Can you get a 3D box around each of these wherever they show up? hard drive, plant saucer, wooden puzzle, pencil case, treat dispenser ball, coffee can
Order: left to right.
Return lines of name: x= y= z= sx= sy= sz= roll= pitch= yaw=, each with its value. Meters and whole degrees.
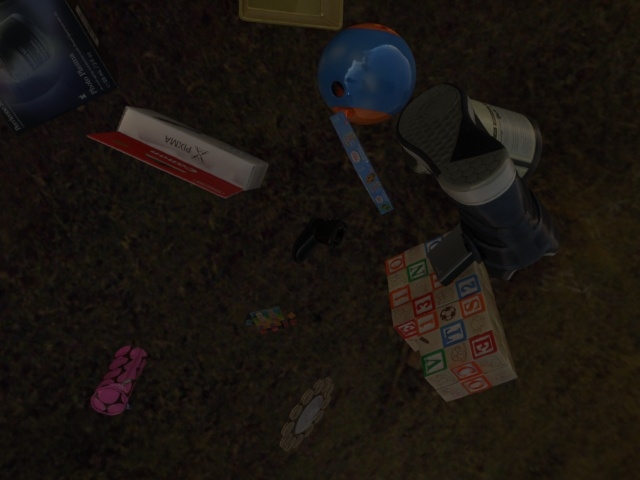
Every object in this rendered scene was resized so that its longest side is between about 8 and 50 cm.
pencil case: x=-0.488 y=0.338 z=1.583 sx=0.095 sy=0.209 sz=0.098 roll=28 pitch=108 yaw=-13
wooden puzzle: x=-0.081 y=0.129 z=1.042 sx=0.083 sy=0.006 sz=0.049 roll=-16 pitch=129 yaw=13
plant saucer: x=-0.094 y=-0.789 z=1.861 sx=0.333 sy=0.081 sz=0.332 roll=-4 pitch=100 yaw=-27
treat dispenser ball: x=0.134 y=-0.483 z=1.871 sx=0.288 sy=0.288 sz=0.288 roll=-22 pitch=138 yaw=-21
hard drive: x=0.240 y=0.006 z=1.067 sx=0.022 sy=0.094 sz=0.135 roll=36 pitch=110 yaw=-21
coffee can: x=0.368 y=-0.240 z=1.565 sx=0.276 sy=0.201 sz=0.201 roll=8 pitch=122 yaw=-30

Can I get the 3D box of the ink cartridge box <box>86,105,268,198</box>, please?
ink cartridge box: x=-0.273 y=-0.184 z=1.300 sx=0.261 sy=0.297 sz=0.066 roll=-51 pitch=165 yaw=-78

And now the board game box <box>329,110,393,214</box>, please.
board game box: x=0.096 y=-0.174 z=1.460 sx=0.039 sy=0.160 sz=0.211 roll=-27 pitch=147 yaw=7

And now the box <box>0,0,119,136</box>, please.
box: x=-0.710 y=-0.467 z=1.606 sx=0.294 sy=0.182 sz=0.296 roll=-26 pitch=123 yaw=0

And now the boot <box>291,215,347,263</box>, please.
boot: x=0.000 y=0.001 z=1.372 sx=0.045 sy=0.099 sz=0.121 roll=41 pitch=71 yaw=-38

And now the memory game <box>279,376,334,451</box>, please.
memory game: x=-0.029 y=0.376 z=1.394 sx=0.186 sy=0.012 sz=0.186 roll=-43 pitch=150 yaw=-33

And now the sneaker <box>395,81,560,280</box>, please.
sneaker: x=0.161 y=-0.059 z=0.662 sx=0.086 sy=0.226 sz=0.163 roll=-33 pitch=123 yaw=15

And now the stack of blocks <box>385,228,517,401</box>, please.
stack of blocks: x=0.223 y=0.131 z=1.149 sx=0.171 sy=0.297 sz=0.087 roll=-26 pitch=128 yaw=20
